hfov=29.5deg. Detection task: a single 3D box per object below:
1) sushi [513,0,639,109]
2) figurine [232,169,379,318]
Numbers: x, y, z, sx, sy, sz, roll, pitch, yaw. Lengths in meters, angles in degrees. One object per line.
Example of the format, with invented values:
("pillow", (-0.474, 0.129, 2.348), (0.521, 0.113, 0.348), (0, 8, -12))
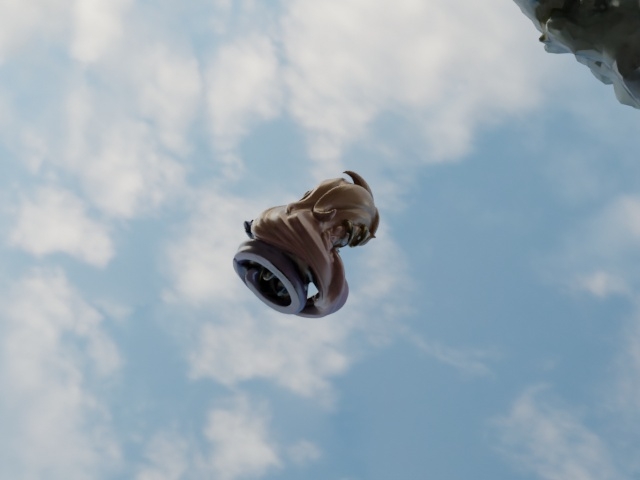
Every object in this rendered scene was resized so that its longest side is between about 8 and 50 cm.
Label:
("sushi", (0.145, -0.147, 0.419), (0.184, 0.139, 0.274), (-49, -138, 25))
("figurine", (-0.004, -0.001, 1.168), (0.126, 0.114, 0.157), (39, -97, 21))
